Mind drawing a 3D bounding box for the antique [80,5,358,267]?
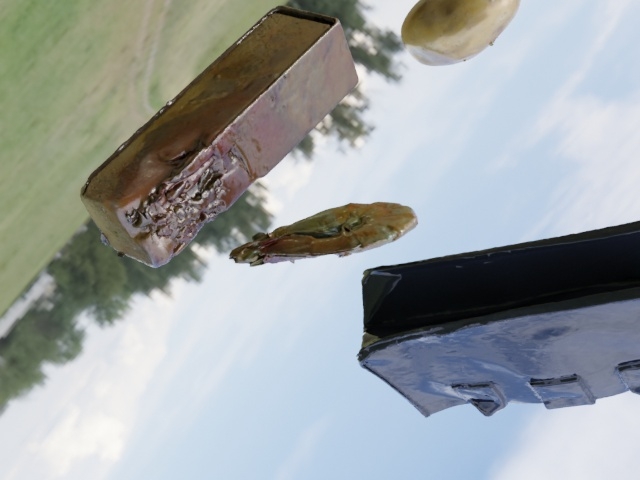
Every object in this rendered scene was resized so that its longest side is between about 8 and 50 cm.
[{"bbox_3d":[-0.096,-0.107,1.064,0.093,0.087,0.310,23,-121,38],"label":"antique"}]

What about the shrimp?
[{"bbox_3d":[0.000,-0.001,1.567,0.294,0.062,0.154,-15,-163,16],"label":"shrimp"}]

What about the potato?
[{"bbox_3d":[0.190,-0.300,1.443,0.178,0.109,0.118,-27,158,36],"label":"potato"}]

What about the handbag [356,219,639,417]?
[{"bbox_3d":[0.222,0.085,1.036,0.326,0.269,0.118,-10,-121,22],"label":"handbag"}]
